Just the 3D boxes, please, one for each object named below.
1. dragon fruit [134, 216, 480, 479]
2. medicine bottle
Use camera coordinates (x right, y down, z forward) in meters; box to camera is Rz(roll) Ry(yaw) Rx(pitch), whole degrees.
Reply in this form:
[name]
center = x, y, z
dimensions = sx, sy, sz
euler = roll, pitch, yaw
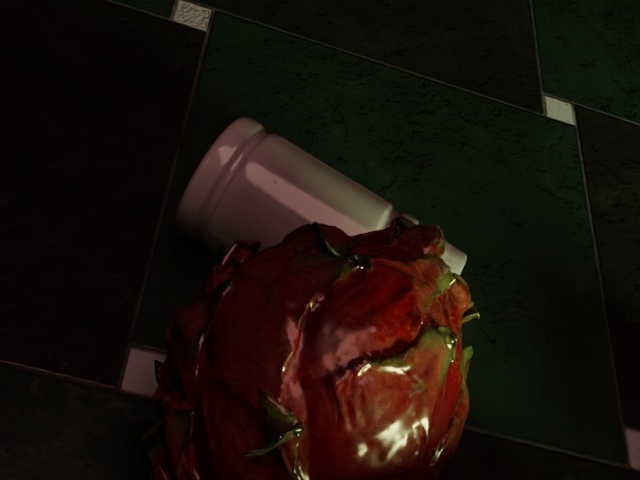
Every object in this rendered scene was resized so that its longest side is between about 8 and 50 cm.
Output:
[dragon fruit]
center = -0.004, 0.102, 0.706
dimensions = 0.244, 0.244, 0.299
euler = 36, 77, 8
[medicine bottle]
center = 0.000, 0.000, 0.876
dimensions = 0.249, 0.133, 0.133
euler = 31, 47, 5
